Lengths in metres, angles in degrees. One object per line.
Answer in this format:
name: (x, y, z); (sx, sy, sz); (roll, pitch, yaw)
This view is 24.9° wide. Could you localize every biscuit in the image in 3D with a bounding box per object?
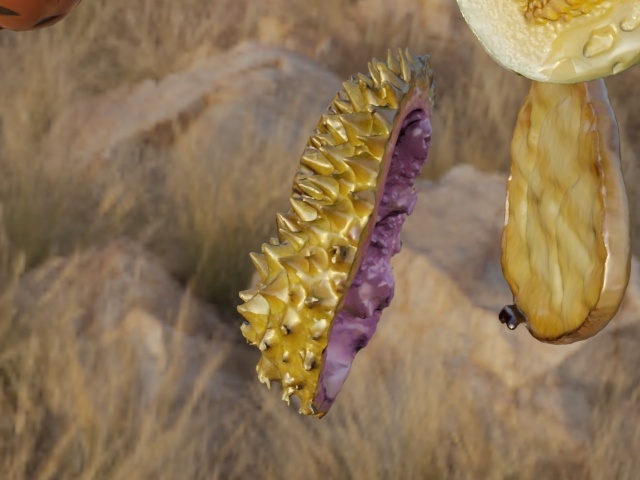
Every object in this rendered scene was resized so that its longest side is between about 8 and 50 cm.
biscuit: (0.169, -0.024, 1.006); (0.041, 0.203, 0.260); (9, 26, -11)

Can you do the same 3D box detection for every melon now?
melon: (0.141, -0.154, 0.860); (0.160, 0.128, 0.079); (41, 2, 6)

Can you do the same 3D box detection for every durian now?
durian: (0.001, 0.000, 1.200); (0.112, 0.341, 0.191); (24, 27, 17)

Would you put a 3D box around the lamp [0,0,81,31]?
lamp: (-0.223, -0.234, 0.979); (0.188, 0.187, 0.164); (8, -6, -2)
